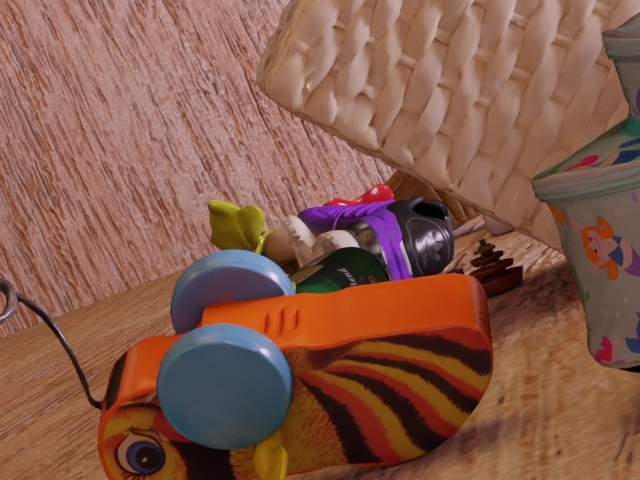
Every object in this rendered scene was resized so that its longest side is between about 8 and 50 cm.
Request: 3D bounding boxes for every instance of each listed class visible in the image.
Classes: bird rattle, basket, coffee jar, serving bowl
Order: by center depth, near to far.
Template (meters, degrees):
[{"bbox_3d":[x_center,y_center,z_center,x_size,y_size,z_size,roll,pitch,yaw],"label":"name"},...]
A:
[{"bbox_3d":[-0.023,0.075,1.210,0.079,0.096,0.184,-22,3,43],"label":"coffee jar"},{"bbox_3d":[0.152,-0.178,1.322,0.331,0.328,0.266,-62,2,8],"label":"basket"},{"bbox_3d":[0.209,-0.042,1.884,0.083,0.027,0.083,-35,15,11],"label":"serving bowl"},{"bbox_3d":[0.000,0.000,1.984,0.254,0.143,0.207,-17,-11,22],"label":"bird rattle"}]

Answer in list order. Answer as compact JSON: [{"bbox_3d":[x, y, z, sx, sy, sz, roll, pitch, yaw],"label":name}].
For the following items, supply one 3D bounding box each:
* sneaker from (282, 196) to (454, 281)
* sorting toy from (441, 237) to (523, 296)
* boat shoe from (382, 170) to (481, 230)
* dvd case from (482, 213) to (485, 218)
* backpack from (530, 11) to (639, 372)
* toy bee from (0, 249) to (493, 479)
[{"bbox_3d":[0.059,0.008,1.735,0.146,0.102,0.293,-21,10,-10],"label":"sneaker"},{"bbox_3d":[0.129,0.025,1.465,0.061,0.042,0.102,-25,5,-41],"label":"sorting toy"},{"bbox_3d":[0.133,-0.052,2.071,0.277,0.098,0.096,-26,-9,36],"label":"boat shoe"},{"bbox_3d":[0.320,-0.072,1.922,0.180,0.022,0.253,-23,4,-33],"label":"dvd case"},{"bbox_3d":[0.227,-0.040,0.808,0.253,0.191,0.225,-22,6,34],"label":"backpack"},{"bbox_3d":[-0.056,0.087,0.961,0.298,0.162,0.195,13,34,19],"label":"toy bee"}]
